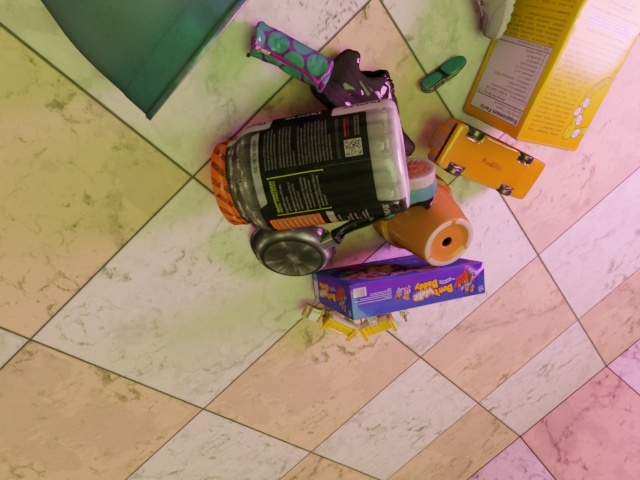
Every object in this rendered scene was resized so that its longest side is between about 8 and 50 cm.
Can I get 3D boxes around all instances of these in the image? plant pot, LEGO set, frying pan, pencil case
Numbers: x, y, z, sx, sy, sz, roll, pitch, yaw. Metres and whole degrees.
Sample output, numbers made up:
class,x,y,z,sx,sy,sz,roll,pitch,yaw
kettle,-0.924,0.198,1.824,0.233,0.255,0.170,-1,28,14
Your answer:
class,x,y,z,sx,sy,sz,roll,pitch,yaw
plant pot,-0.258,-0.355,0.669,0.255,0.271,0.271,39,101,-23
plant pot,0.253,-0.042,1.149,0.205,0.188,0.205,-12,126,-17
LEGO set,0.092,0.190,1.296,0.287,0.107,0.132,-4,125,-2
frying pan,0.002,0.018,1.080,0.327,0.053,0.197,-3,141,9
pencil case,-0.052,-0.324,0.859,0.152,0.070,0.064,26,135,-7

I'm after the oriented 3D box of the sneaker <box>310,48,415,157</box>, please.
class,x,y,z,sx,sy,sz,roll,pitch,yaw
sneaker,0.116,-0.272,0.989,0.286,0.109,0.130,31,99,-39

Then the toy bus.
class,x,y,z,sx,sy,sz,roll,pitch,yaw
toy bus,0.388,-0.196,1.146,0.333,0.130,0.108,14,116,-32

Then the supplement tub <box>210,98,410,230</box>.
class,x,y,z,sx,sy,sz,roll,pitch,yaw
supplement tub,-0.014,-0.130,0.895,0.339,0.207,0.207,-7,129,12

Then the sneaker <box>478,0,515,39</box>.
class,x,y,z,sx,sy,sz,roll,pitch,yaw
sneaker,0.314,-0.526,0.932,0.116,0.105,0.281,-3,135,18

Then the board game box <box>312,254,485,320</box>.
class,x,y,z,sx,sy,sz,roll,pitch,yaw
board game box,0.184,0.101,1.180,0.348,0.233,0.077,-8,97,-20

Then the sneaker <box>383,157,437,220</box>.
class,x,y,z,sx,sy,sz,roll,pitch,yaw
sneaker,0.100,-0.091,1.048,0.303,0.108,0.121,-6,132,11

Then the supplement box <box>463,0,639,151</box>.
class,x,y,z,sx,sy,sz,roll,pitch,yaw
supplement box,0.495,-0.397,1.020,0.196,0.194,0.356,3,120,-27

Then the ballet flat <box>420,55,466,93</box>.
class,x,y,z,sx,sy,sz,roll,pitch,yaw
ballet flat,0.264,-0.356,1.045,0.114,0.041,0.041,-34,129,0
